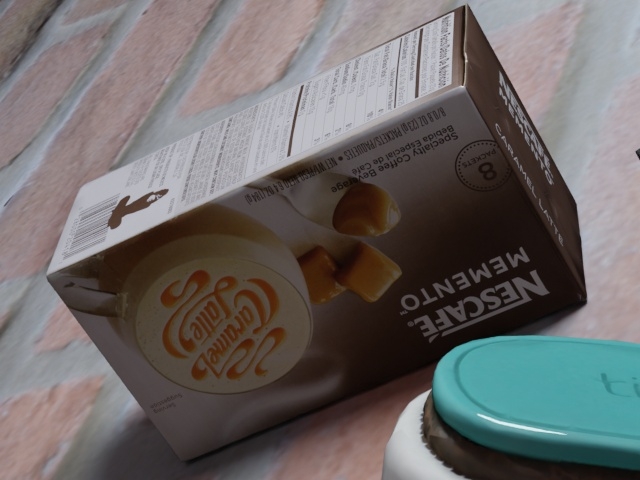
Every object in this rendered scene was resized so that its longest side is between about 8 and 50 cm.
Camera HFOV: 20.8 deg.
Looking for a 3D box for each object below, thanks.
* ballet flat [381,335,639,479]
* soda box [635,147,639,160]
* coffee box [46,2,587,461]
[{"bbox_3d":[0.214,0.105,0.463,0.400,0.139,0.139,4,34,6],"label":"ballet flat"},{"bbox_3d":[0.213,-0.013,0.801,0.060,0.053,0.169,-35,25,-3],"label":"soda box"},{"bbox_3d":[0.000,0.000,0.928,0.246,0.141,0.098,-23,27,19],"label":"coffee box"}]
